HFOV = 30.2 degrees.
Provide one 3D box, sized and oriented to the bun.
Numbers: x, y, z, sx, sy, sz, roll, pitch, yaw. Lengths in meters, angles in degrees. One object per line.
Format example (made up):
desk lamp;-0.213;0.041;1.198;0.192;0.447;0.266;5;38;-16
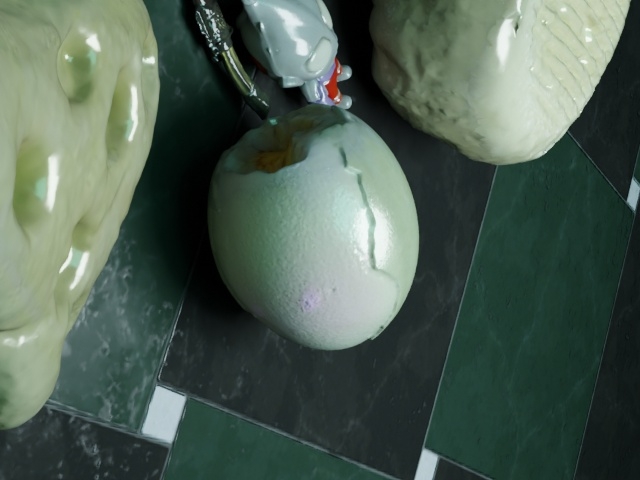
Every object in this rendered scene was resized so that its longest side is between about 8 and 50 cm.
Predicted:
bun;0.182;-0.269;1.244;0.360;0.211;0.359;-32;132;-44

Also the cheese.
cheese;-0.190;-0.094;0.716;0.351;0.130;0.328;92;10;-59

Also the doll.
doll;-0.023;-0.179;1.078;0.227;0.075;0.102;40;46;-63

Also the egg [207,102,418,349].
egg;0.000;0.000;1.040;0.183;0.183;0.217;-48;123;-40

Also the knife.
knife;-0.096;-0.190;1.011;0.222;0.021;0.045;54;52;-40
